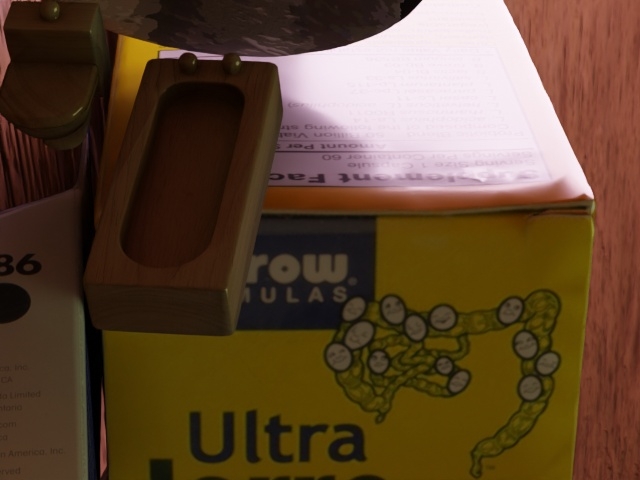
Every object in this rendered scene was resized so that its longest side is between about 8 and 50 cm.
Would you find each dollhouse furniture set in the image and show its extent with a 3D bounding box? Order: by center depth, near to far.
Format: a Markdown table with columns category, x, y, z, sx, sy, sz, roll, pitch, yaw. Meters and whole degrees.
| category | x | y | z | sx | sy | sz | roll | pitch | yaw |
| --- | --- | --- | --- | --- | --- | --- | --- | --- | --- |
| dollhouse furniture set | -0.102 | -0.044 | 0.627 | 0.123 | 0.151 | 0.144 | 84 | 12 | -47 |

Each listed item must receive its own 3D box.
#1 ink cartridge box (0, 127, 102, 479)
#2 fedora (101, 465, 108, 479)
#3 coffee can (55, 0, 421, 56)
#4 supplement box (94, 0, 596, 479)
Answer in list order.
| category | x | y | z | sx | sy | sz | roll | pitch | yaw |
| --- | --- | --- | --- | --- | --- | --- | --- | --- | --- |
| ink cartridge box | -0.114 | 0.119 | 0.719 | 0.332 | 0.065 | 0.165 | -97 | -173 | -47 |
| fedora | -0.031 | 0.148 | 1.017 | 0.275 | 0.244 | 0.124 | -51 | 127 | -15 |
| coffee can | -0.032 | -0.245 | 0.786 | 0.201 | 0.202 | 0.275 | 73 | 25 | -65 |
| supplement box | 0.000 | 0.000 | 0.892 | 0.356 | 0.194 | 0.195 | -96 | -174 | -65 |
